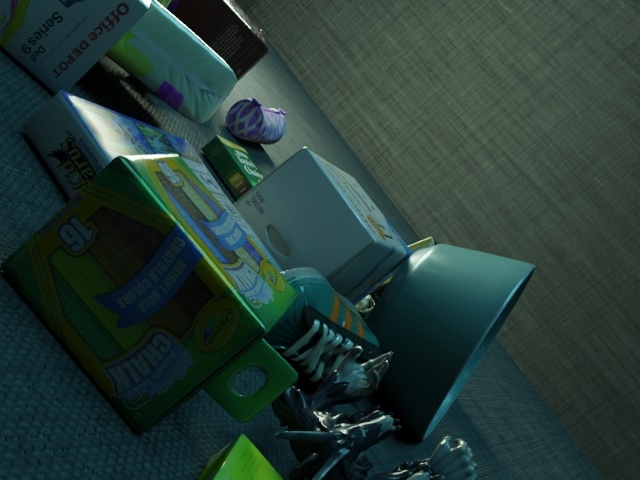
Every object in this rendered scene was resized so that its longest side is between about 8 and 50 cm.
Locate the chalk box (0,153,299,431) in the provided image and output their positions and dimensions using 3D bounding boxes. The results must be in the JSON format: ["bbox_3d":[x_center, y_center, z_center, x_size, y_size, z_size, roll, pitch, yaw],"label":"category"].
[{"bbox_3d":[-0.111,0.052,0.594,0.213,0.132,0.132,49,11,1],"label":"chalk box"}]

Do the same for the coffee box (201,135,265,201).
[{"bbox_3d":[-0.114,-0.086,1.245,0.184,0.040,0.113,54,12,17],"label":"coffee box"}]

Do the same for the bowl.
[{"bbox_3d":[0.174,0.129,1.141,0.163,0.311,0.311,33,7,16],"label":"bowl"}]

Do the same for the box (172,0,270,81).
[{"bbox_3d":[-0.236,-0.425,1.537,0.203,0.167,0.168,44,13,-28],"label":"box"}]

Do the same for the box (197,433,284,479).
[{"bbox_3d":[-0.026,0.239,0.549,0.178,0.042,0.109,49,12,-1],"label":"box"}]

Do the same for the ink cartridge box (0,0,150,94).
[{"bbox_3d":[-0.319,-0.294,0.843,0.212,0.154,0.093,44,13,-28],"label":"ink cartridge box"}]

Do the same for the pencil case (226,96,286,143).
[{"bbox_3d":[-0.130,-0.251,1.590,0.086,0.088,0.206,49,12,3],"label":"pencil case"}]

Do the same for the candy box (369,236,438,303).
[{"bbox_3d":[0.127,0.061,1.303,0.109,0.187,0.053,36,33,-65],"label":"candy box"}]

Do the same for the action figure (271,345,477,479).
[{"bbox_3d":[0.045,0.182,0.686,0.164,0.141,0.275,55,1,21],"label":"action figure"}]

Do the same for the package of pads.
[{"bbox_3d":[-0.267,-0.297,1.038,0.296,0.101,0.229,39,2,-24],"label":"package of pads"}]

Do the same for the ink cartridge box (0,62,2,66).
[{"bbox_3d":[-0.343,-0.185,0.719,0.115,0.029,0.063,56,13,30],"label":"ink cartridge box"}]

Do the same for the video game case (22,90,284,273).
[{"bbox_3d":[-0.162,-0.026,0.824,0.244,0.061,0.269,54,12,13],"label":"video game case"}]

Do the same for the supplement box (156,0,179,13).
[{"bbox_3d":[-0.323,-0.434,1.162,0.220,0.111,0.114,26,50,-25],"label":"supplement box"}]

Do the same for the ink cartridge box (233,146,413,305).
[{"bbox_3d":[0.000,0.000,1.082,0.171,0.168,0.233,54,12,16],"label":"ink cartridge box"}]

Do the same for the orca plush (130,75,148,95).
[{"bbox_3d":[-0.254,-0.319,1.294,0.151,0.102,0.287,51,12,6],"label":"orca plush"}]

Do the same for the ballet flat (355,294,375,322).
[{"bbox_3d":[0.024,0.056,1.232,0.188,0.070,0.070,49,11,0],"label":"ballet flat"}]

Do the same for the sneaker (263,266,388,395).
[{"bbox_3d":[0.008,0.120,0.887,0.121,0.108,0.302,51,9,26],"label":"sneaker"}]
